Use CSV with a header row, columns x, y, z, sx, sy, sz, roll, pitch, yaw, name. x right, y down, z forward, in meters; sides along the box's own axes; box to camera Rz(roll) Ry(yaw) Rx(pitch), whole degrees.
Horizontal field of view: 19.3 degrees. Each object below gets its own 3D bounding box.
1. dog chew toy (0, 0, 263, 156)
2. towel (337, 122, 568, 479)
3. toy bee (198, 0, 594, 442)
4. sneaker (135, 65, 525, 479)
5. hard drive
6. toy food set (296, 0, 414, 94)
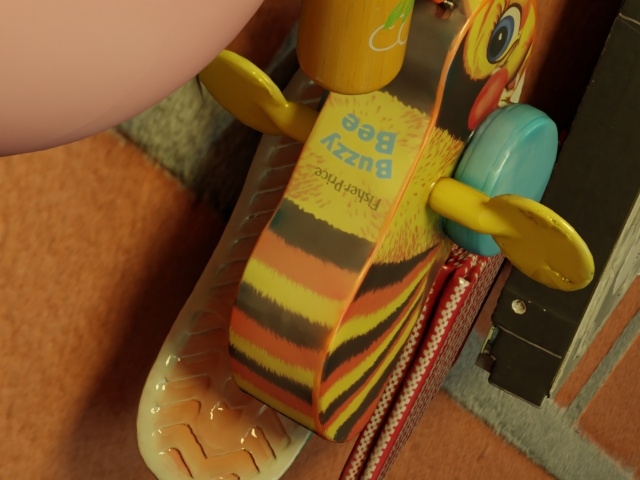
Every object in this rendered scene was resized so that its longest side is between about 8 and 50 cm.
x,y,z,sx,sy,sz,roll,pitch,yaw,name
-0.068,-0.193,0.463,0.206,0.206,0.332,6,108,-63,dog chew toy
0.072,0.047,1.120,0.199,0.031,0.275,-67,172,26,towel
0.032,-0.065,0.817,0.162,0.195,0.298,38,60,-65,toy bee
0.000,0.000,0.958,0.302,0.108,0.121,-57,179,-11,sneaker
0.213,-0.080,1.213,0.237,0.064,0.339,-43,157,-56,hard drive
0.059,-0.165,0.712,0.232,0.111,0.104,-36,154,-31,toy food set
